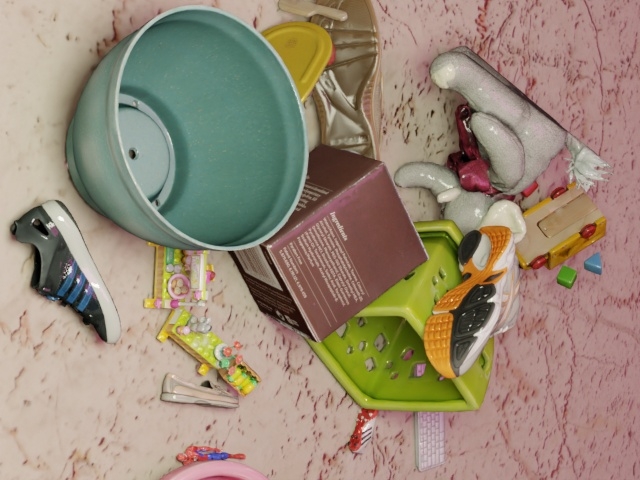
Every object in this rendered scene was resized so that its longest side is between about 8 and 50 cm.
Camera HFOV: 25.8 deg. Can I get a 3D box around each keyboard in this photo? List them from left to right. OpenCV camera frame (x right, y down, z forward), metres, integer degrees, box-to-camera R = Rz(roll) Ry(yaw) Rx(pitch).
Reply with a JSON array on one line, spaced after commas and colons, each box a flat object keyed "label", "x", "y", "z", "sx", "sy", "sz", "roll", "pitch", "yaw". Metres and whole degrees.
[{"label": "keyboard", "x": 0.175, "y": 0.235, "z": 2.222, "sx": 0.072, "sy": 0.014, "sz": 0.256, "roll": -5, "pitch": 96, "yaw": -45}]

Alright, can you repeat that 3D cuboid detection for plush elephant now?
[{"label": "plush elephant", "x": 0.243, "y": -0.112, "z": 2.139, "sx": 0.330, "sy": 0.272, "sz": 0.255, "roll": 37, "pitch": 103, "yaw": -5}]

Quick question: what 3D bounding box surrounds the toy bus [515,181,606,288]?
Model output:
[{"label": "toy bus", "x": 0.382, "y": -0.003, "z": 2.351, "sx": 0.104, "sy": 0.202, "sz": 0.191, "roll": 70, "pitch": 33, "yaw": -63}]

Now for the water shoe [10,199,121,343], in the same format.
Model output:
[{"label": "water shoe", "x": -0.312, "y": 0.047, "z": 1.703, "sx": 0.080, "sy": 0.073, "sz": 0.203, "roll": -27, "pitch": 113, "yaw": -13}]

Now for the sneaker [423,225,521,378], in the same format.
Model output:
[{"label": "sneaker", "x": 0.226, "y": 0.102, "z": 1.902, "sx": 0.121, "sy": 0.099, "sz": 0.262, "roll": 60, "pitch": 41, "yaw": -32}]

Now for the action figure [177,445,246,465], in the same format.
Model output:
[{"label": "action figure", "x": -0.149, "y": 0.298, "z": 1.891, "sx": 0.115, "sy": 0.030, "sz": 0.038, "roll": 15, "pitch": 86, "yaw": -42}]

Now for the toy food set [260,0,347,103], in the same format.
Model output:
[{"label": "toy food set", "x": -0.040, "y": -0.231, "z": 1.920, "sx": 0.218, "sy": 0.128, "sz": 0.071, "roll": -61, "pitch": 149, "yaw": -30}]

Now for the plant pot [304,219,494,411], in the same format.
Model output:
[{"label": "plant pot", "x": 0.128, "y": 0.100, "z": 2.029, "sx": 0.227, "sy": 0.228, "sz": 0.207, "roll": 53, "pitch": 49, "yaw": -32}]

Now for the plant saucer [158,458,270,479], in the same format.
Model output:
[{"label": "plant saucer", "x": -0.169, "y": 0.451, "z": 1.838, "sx": 0.332, "sy": 0.084, "sz": 0.332, "roll": -3, "pitch": 94, "yaw": -46}]

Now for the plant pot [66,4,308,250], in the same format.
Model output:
[{"label": "plant pot", "x": -0.187, "y": -0.120, "z": 1.702, "sx": 0.293, "sy": 0.196, "sz": 0.293, "roll": 11, "pitch": 75, "yaw": -43}]

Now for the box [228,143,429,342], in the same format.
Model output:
[{"label": "box", "x": 0.000, "y": 0.000, "z": 1.894, "sx": 0.203, "sy": 0.168, "sz": 0.167, "roll": -36, "pitch": 117, "yaw": -18}]

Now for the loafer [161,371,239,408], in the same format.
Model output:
[{"label": "loafer", "x": -0.157, "y": 0.202, "z": 1.868, "sx": 0.125, "sy": 0.045, "sz": 0.039, "roll": 13, "pitch": 76, "yaw": -42}]

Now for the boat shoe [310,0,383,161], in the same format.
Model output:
[{"label": "boat shoe", "x": 0.041, "y": -0.219, "z": 2.019, "sx": 0.098, "sy": 0.109, "sz": 0.302, "roll": -55, "pitch": 140, "yaw": -79}]

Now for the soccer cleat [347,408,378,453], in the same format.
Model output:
[{"label": "soccer cleat", "x": 0.068, "y": 0.283, "z": 2.109, "sx": 0.035, "sy": 0.029, "sz": 0.083, "roll": 42, "pitch": 66, "yaw": -48}]

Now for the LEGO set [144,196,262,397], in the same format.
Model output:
[{"label": "LEGO set", "x": -0.142, "y": 0.086, "z": 1.818, "sx": 0.132, "sy": 0.107, "sz": 0.287, "roll": -24, "pitch": 103, "yaw": -39}]
